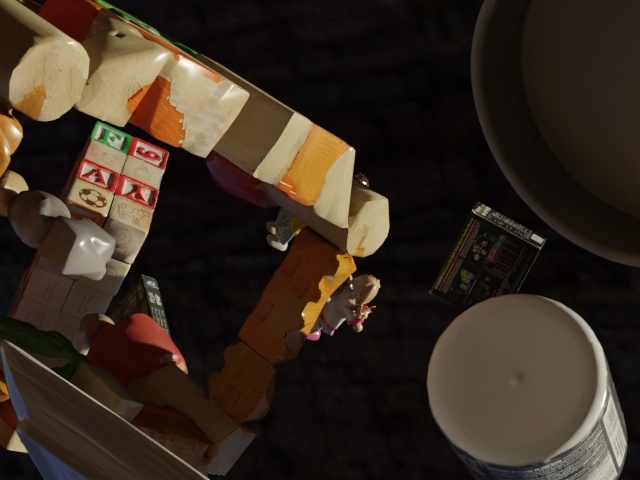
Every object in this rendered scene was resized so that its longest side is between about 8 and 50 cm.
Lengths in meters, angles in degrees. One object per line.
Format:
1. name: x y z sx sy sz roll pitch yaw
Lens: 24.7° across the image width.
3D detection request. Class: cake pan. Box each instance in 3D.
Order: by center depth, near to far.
1. cake pan: 0.256 -0.119 1.198 0.293 0.293 0.054 -1 -157 46

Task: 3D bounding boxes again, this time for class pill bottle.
1. pill bottle: 0.166 0.140 1.123 0.130 0.130 0.246 -11 155 11

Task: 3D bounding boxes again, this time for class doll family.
1. doll family: 0.000 0.000 1.974 0.118 0.263 0.163 21 138 -34

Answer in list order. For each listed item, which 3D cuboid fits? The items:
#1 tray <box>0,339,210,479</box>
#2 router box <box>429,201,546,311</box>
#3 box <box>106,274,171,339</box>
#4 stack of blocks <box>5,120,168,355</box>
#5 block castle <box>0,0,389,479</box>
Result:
1. tray: -0.096 0.160 0.787 0.145 0.270 0.030 29 -115 21
2. router box: 0.195 0.029 1.709 0.092 0.122 0.038 29 -153 8
3. box: -0.172 0.084 1.366 0.018 0.067 0.083 22 -149 -35
4. stack of blocks: -0.269 0.043 1.563 0.087 0.297 0.171 24 -150 -12
5. block castle: -0.180 -0.015 1.048 0.213 0.303 0.453 35 -173 35
